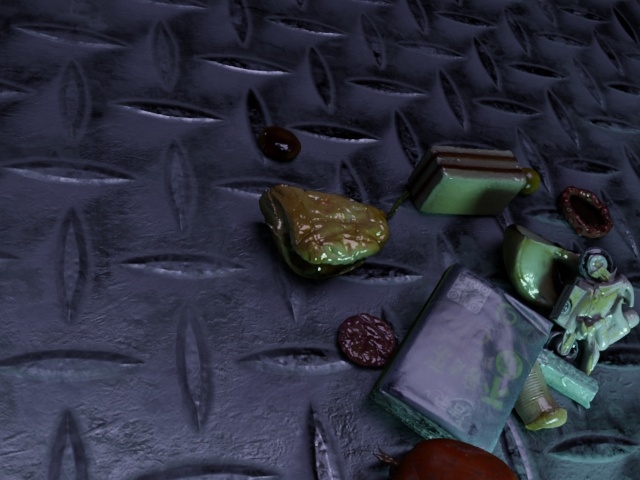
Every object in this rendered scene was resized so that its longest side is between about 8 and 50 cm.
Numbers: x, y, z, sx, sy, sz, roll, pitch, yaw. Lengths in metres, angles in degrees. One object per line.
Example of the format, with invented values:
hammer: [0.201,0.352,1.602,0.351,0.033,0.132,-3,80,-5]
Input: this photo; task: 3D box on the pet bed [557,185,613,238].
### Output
pet bed: [0.869,-0.091,2.273,0.201,0.053,0.201,13,55,-19]

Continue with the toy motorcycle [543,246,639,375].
toy motorcycle: [0.736,0.202,1.857,0.223,0.108,0.341,28,85,-4]

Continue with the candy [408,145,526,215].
candy: [0.430,-0.171,2.035,0.320,0.179,0.135,0,55,-27]

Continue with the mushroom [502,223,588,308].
mushroom: [0.641,0.075,1.994,0.292,0.212,0.217,8,9,-10]

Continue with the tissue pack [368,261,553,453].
tissue pack: [0.332,0.278,1.617,0.288,0.124,0.394,33,61,7]

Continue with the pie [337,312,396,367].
pie: [0.112,0.240,1.660,0.154,0.036,0.154,12,51,-16]

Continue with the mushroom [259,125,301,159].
mushroom: [-0.112,-0.276,1.948,0.123,0.052,0.123,15,46,-16]

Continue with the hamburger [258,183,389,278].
hamburger: [0.001,0.001,1.710,0.330,0.162,0.209,15,52,-17]

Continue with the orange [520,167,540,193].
orange: [0.665,-0.191,2.233,0.095,0.085,0.085,17,48,-26]

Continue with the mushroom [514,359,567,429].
mushroom: [0.488,0.314,1.747,0.122,0.095,0.351,-21,62,-17]

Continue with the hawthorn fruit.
hawthorn fruit: [0.235,0.508,1.373,0.307,0.276,0.276,38,46,25]

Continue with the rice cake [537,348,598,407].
rice cake: [0.625,0.350,1.799,0.206,0.069,0.063,30,47,0]

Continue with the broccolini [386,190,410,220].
broccolini: [0.208,-0.086,1.960,0.044,0.042,0.218,41,46,7]
